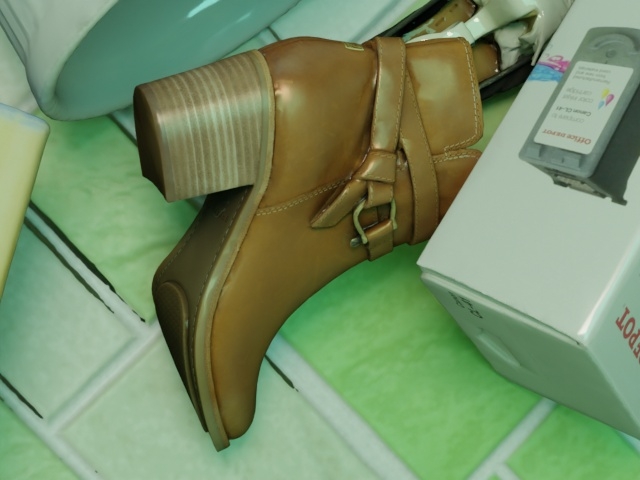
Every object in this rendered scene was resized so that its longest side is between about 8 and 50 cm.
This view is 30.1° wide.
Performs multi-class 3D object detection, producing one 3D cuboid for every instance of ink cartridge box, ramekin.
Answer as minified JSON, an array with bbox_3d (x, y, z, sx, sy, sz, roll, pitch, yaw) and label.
[{"bbox_3d":[0.222,-0.044,0.807,0.131,0.226,0.306,24,78,33],"label":"ink cartridge box"},{"bbox_3d":[-0.091,-0.206,0.733,0.277,0.277,0.135,-34,87,-12],"label":"ramekin"}]

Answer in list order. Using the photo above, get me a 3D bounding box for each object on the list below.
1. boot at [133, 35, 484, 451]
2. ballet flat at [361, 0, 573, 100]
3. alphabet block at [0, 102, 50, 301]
[{"bbox_3d":[0.000,0.000,0.789,0.220,0.109,0.283,-13,116,-19],"label":"boot"},{"bbox_3d":[0.112,-0.144,0.860,0.280,0.096,0.095,-37,94,-12],"label":"ballet flat"},{"bbox_3d":[-0.297,-0.003,0.685,0.192,0.193,0.197,20,81,-33],"label":"alphabet block"}]
